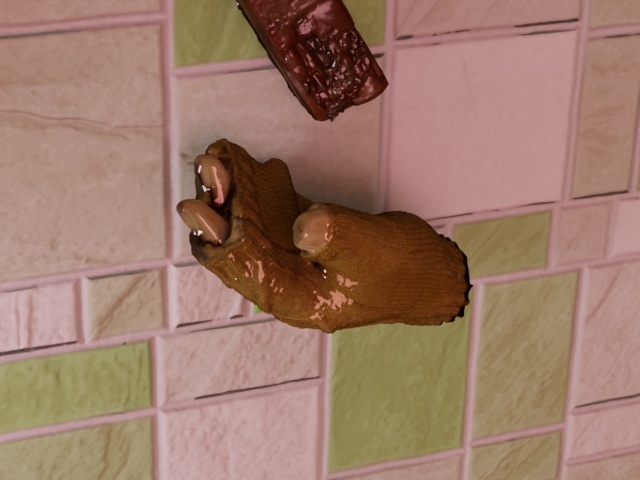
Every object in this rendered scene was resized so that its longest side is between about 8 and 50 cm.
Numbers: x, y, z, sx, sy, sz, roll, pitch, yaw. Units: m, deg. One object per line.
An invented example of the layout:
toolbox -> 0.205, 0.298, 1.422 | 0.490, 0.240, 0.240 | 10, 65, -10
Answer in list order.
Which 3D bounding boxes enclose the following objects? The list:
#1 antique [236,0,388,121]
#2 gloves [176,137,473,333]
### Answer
antique -> -0.040, -0.249, 1.536 | 0.087, 0.093, 0.310 | -34, 124, -3
gloves -> 0.000, 0.016, 1.626 | 0.356, 0.203, 0.155 | 24, 88, -36
